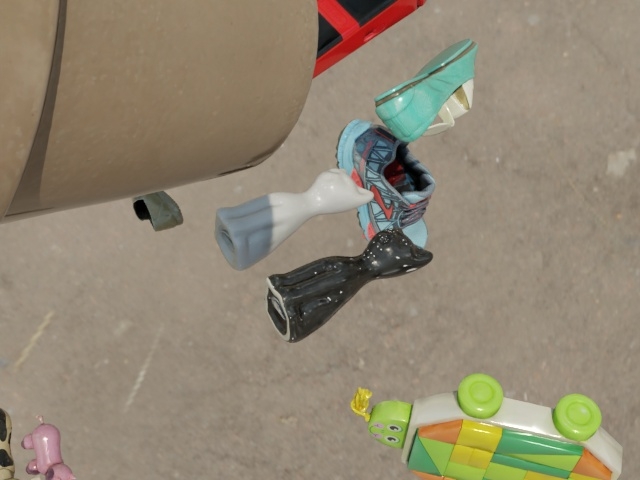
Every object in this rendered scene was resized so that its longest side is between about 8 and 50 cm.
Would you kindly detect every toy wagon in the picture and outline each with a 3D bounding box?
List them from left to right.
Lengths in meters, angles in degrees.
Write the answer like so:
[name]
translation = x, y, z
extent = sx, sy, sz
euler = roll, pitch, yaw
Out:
[toy wagon]
translation = 0.203, 0.269, 1.342
extent = 0.344, 0.267, 0.068
euler = 12, 53, 5

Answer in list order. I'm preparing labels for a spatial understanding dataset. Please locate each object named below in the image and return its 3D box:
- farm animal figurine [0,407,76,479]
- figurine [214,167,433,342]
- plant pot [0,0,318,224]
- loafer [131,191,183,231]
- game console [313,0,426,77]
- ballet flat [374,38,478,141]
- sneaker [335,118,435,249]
[farm animal figurine]
translation = -0.372, 0.395, 1.394
extent = 0.172, 0.330, 0.326
euler = -29, 33, 47
[figurine]
translation = 0.000, 0.000, 1.292
extent = 0.209, 0.092, 0.215
euler = -24, 52, -20
[plant pot]
translation = -0.133, -0.121, 0.561
extent = 0.229, 0.263, 0.263
euler = 0, 47, -36
[loafer]
translation = -0.262, -0.064, 1.539
extent = 0.050, 0.056, 0.148
euler = -32, 49, -25
[game console]
translation = -0.079, -0.381, 1.321
extent = 0.342, 0.060, 0.386
euler = -38, 76, -19
[ballet flat]
translation = 0.150, -0.187, 1.345
extent = 0.083, 0.087, 0.247
euler = -22, 12, 39
[sneaker]
translation = 0.117, -0.062, 1.546
extent = 0.125, 0.262, 0.104
euler = 14, 57, 40
